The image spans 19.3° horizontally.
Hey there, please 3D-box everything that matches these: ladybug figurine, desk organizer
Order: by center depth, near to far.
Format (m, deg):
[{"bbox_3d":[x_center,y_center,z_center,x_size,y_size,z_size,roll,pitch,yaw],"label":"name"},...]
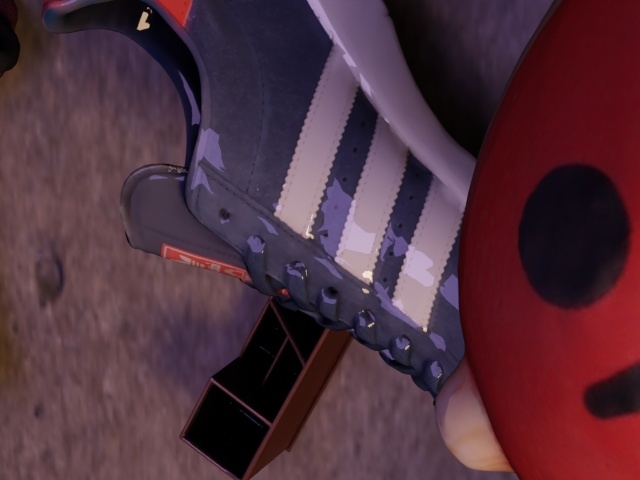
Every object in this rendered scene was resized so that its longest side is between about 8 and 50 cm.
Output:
[{"bbox_3d":[0.225,-0.018,0.550,0.449,0.162,0.305,-30,88,23],"label":"ladybug figurine"},{"bbox_3d":[-0.020,0.058,0.949,0.047,0.050,0.130,36,122,13],"label":"desk organizer"}]

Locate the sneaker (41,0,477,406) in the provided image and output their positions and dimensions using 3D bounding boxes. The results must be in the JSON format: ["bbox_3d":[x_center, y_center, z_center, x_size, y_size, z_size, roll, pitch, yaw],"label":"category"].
[{"bbox_3d":[0.000,0.000,0.838,0.350,0.148,0.131,57,168,7],"label":"sneaker"}]

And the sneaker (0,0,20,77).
[{"bbox_3d":[-0.209,-0.038,0.990,0.162,0.106,0.281,-18,98,30],"label":"sneaker"}]
